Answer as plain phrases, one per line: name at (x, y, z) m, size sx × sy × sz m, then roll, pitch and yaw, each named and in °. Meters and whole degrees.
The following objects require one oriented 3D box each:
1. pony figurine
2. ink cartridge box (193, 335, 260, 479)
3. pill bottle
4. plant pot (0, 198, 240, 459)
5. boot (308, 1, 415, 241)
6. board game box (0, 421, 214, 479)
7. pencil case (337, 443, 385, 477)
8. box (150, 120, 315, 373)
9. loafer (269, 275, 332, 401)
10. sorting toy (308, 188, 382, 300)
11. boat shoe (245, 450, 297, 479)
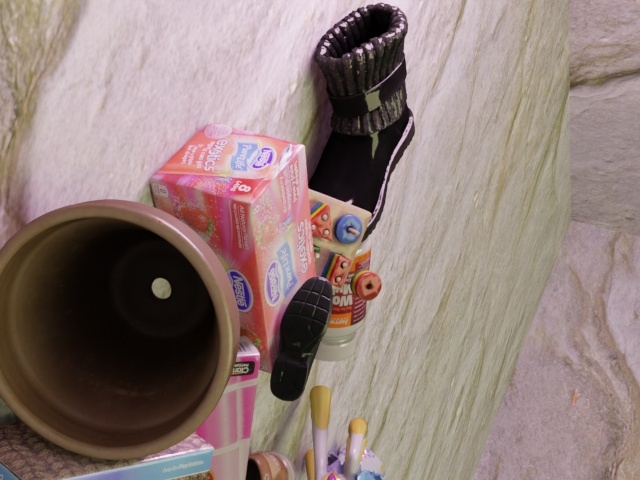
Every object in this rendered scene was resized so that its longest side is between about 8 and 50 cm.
pony figurine at (0.010, 0.499, 1.816) m, size 0.363 × 0.302 × 0.351 m, roll -84°, pitch 179°, yaw -50°
ink cartridge box at (-0.189, 0.306, 1.352) m, size 0.175 × 0.069 × 0.371 m, roll -1°, pitch 113°, yaw -24°
pill bottle at (0.020, 0.087, 1.737) m, size 0.121 × 0.121 × 0.221 m, roll -39°, pitch 138°, yaw -54°
plant pot at (-0.198, 0.074, 1.106) m, size 0.229 × 0.263 × 0.263 m, roll -49°, pitch 150°, yaw -77°
boot at (0.047, -0.182, 1.617) m, size 0.260 × 0.131 × 0.348 m, roll 78°, pitch 30°, yaw -52°
board game box at (-0.269, 0.349, 1.124) m, size 0.232 × 0.141 × 0.291 m, roll -2°, pitch 107°, yaw -45°
pencil case at (0.032, 0.544, 2.065) m, size 0.273 × 0.113 × 0.124 m, roll -56°, pitch 160°, yaw -38°
box at (-0.105, 0.014, 1.362) m, size 0.142 × 0.154 × 0.300 m, roll -53°, pitch 150°, yaw -42°
loafer at (-0.026, 0.128, 1.364) m, size 0.061 × 0.062 × 0.170 m, roll -15°, pitch 126°, yaw -86°
sorting toy at (0.000, 0.000, 1.542) m, size 0.274 × 0.046 × 0.132 m, roll 20°, pitch 95°, yaw -30°
boat shoe at (-0.138, 0.496, 1.657) m, size 0.116 × 0.123 × 0.324 m, roll 36°, pitch 64°, yaw -59°
